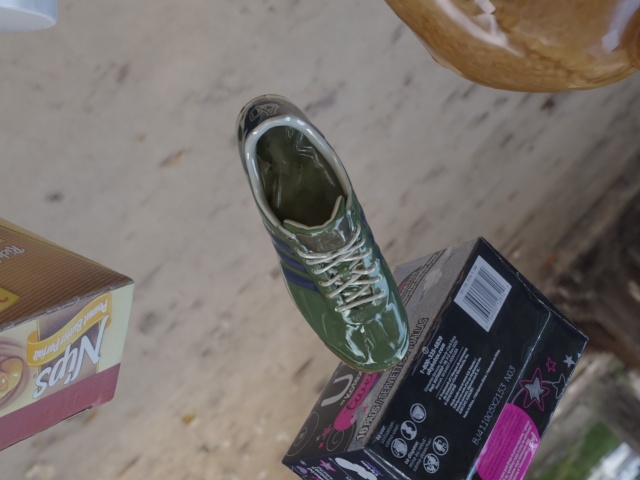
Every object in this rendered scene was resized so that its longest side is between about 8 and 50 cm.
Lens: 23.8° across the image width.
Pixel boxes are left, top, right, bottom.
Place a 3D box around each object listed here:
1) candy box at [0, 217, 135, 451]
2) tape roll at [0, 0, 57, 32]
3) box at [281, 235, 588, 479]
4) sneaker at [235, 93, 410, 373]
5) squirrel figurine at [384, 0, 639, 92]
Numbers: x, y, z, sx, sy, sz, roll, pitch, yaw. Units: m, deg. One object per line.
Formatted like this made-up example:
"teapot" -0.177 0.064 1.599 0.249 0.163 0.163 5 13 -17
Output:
"candy box" -0.288 0.021 0.864 0.183 0.316 0.088 -23 130 -56
"tape roll" -0.342 -0.273 1.279 0.246 0.246 0.169 -3 96 -71
"box" 0.106 0.146 1.398 0.142 0.163 0.247 -23 -150 54
"sneaker" 0.000 0.000 0.928 0.064 0.192 0.086 -26 -175 -1
"squirrel figurine" 0.166 -0.247 0.731 0.397 0.281 0.371 6 92 -43
